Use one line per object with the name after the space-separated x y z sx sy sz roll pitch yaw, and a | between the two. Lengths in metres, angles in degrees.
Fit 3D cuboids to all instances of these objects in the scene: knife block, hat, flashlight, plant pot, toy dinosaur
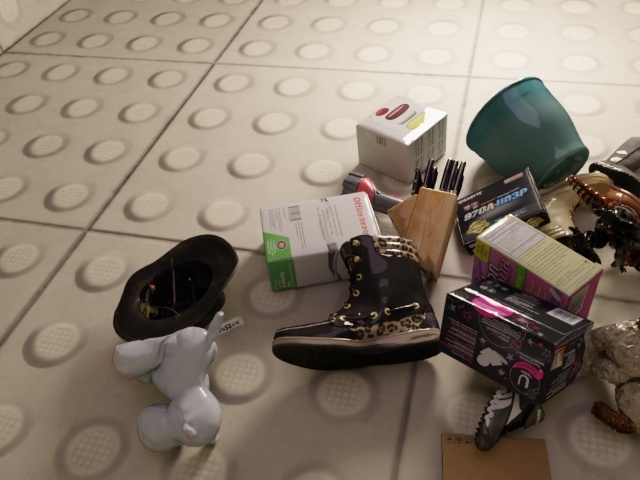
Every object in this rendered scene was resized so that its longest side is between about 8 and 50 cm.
0.307 -0.068 1.589 0.242 0.088 0.275 -30 63 3 | knife block
-0.322 0.146 1.509 0.332 0.133 0.331 -18 39 15 | hat
0.207 -0.102 1.737 0.304 0.103 0.103 19 76 20 | flashlight
0.595 -0.272 1.758 0.272 0.271 0.255 -25 61 -18 | plant pot
0.705 -0.019 1.514 0.322 0.164 0.219 37 36 30 | toy dinosaur

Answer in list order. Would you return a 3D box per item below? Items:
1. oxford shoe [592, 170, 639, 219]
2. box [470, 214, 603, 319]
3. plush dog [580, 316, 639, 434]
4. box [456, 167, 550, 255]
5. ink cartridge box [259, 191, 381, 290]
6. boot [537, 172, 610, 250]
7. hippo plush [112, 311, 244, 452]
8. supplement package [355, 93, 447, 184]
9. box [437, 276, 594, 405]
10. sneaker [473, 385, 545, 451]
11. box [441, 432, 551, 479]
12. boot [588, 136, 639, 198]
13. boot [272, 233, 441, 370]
0.798 -0.100 1.690 0.076 0.076 0.212 -46 52 3 | oxford shoe
0.466 0.101 1.398 0.117 0.213 0.243 -31 49 -24 | box
0.646 0.270 1.241 0.263 0.210 0.225 -7 70 2 | plush dog
0.465 -0.075 1.634 0.220 0.051 0.175 -25 39 23 | box
0.000 0.000 1.628 0.290 0.121 0.211 -9 43 -2 | ink cartridge box
0.646 -0.065 1.624 0.262 0.095 0.203 -15 42 6 | boot
-0.273 0.313 1.316 0.295 0.234 0.236 -18 74 9 | hippo plush
0.248 -0.309 1.905 0.194 0.149 0.203 29 55 32 | supplement package
0.389 0.195 1.273 0.163 0.142 0.247 -14 29 -41 | box
0.385 0.338 1.243 0.106 0.078 0.234 25 39 24 | sneaker
0.332 0.447 1.190 0.202 0.021 0.164 1 44 8 | box
0.898 -0.212 1.790 0.209 0.076 0.189 -22 47 -25 | boot
0.076 0.135 1.423 0.378 0.138 0.284 -4 58 -2 | boot
